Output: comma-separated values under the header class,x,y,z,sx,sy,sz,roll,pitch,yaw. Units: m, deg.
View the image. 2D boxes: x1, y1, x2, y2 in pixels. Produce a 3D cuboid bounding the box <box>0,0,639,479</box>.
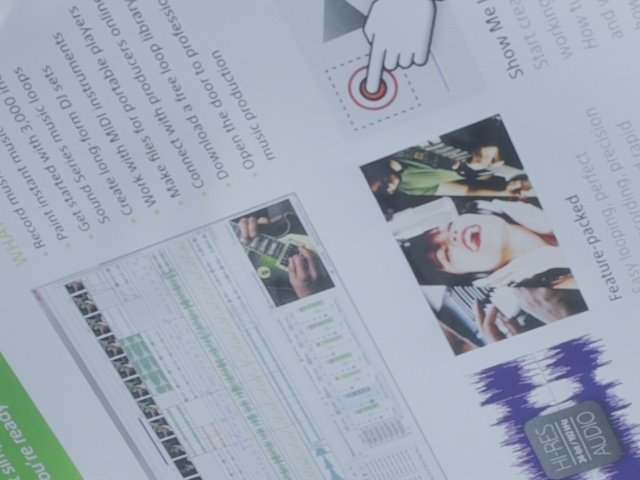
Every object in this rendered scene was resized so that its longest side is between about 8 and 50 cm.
class,x,y,z,sx,sy,sz,roll,pitch,yaw
box,0.000,0.000,0.485,0.322,0.232,0.058,-20,27,15
